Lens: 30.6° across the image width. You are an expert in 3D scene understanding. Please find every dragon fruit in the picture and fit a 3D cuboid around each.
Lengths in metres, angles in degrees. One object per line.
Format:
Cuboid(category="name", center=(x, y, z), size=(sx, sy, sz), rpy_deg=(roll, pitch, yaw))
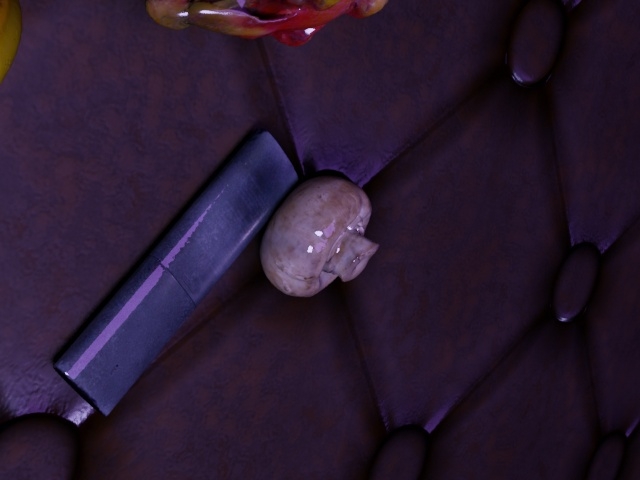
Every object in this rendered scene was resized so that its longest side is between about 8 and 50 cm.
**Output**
Cuboid(category="dragon fruit", center=(-0.060, -0.317, 1.235), size=(0.307, 0.243, 0.227), rpy_deg=(6, 131, -11))

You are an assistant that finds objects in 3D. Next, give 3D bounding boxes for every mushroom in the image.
Cuboid(category="mushroom", center=(0.000, 0.000, 1.461), size=(0.166, 0.127, 0.166), rpy_deg=(-43, 159, -22))

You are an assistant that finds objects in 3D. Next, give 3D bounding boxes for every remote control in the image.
Cuboid(category="remote control", center=(-0.163, 0.033, 1.382), size=(0.377, 0.044, 0.107), rpy_deg=(-51, 133, -19))

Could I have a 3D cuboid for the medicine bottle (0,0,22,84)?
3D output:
Cuboid(category="medicine bottle", center=(-0.420, -0.239, 0.860), size=(0.224, 0.224, 0.384), rpy_deg=(-55, 137, -15))
